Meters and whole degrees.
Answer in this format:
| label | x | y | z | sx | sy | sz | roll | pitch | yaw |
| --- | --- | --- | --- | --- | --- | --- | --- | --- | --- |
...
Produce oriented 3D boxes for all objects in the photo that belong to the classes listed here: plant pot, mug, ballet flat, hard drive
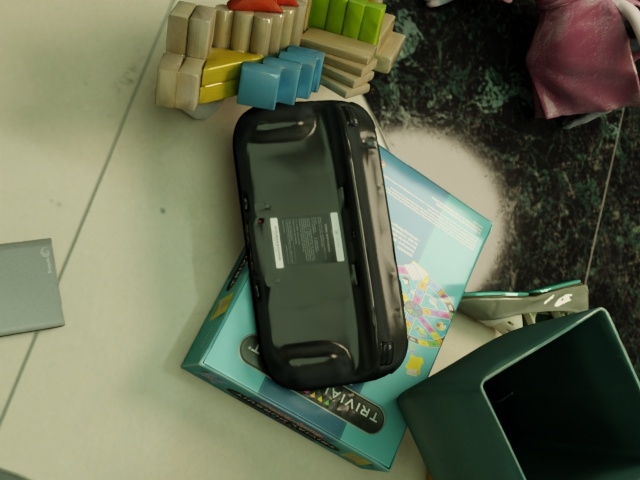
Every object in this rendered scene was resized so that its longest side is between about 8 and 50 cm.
| label | x | y | z | sx | sy | sz | roll | pitch | yaw |
| --- | --- | --- | --- | --- | --- | --- | --- | --- | --- |
| plant pot | 0.194 | 0.185 | 0.945 | 0.166 | 0.234 | 0.165 | -25 | 92 | -25 |
| mug | -0.139 | -0.177 | 1.042 | 0.078 | 0.062 | 0.064 | -44 | 111 | 8 |
| ballet flat | 0.263 | 0.092 | 1.178 | 0.213 | 0.072 | 0.068 | -4 | 87 | -26 |
| hard drive | -0.336 | 0.052 | 0.929 | 0.135 | 0.022 | 0.094 | -8 | 84 | -26 |

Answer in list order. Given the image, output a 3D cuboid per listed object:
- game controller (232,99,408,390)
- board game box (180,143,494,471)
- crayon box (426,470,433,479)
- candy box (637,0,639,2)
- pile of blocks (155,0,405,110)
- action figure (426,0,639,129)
| label | x | y | z | sx | sy | sz | roll | pitch | yaw |
| --- | --- | --- | --- | --- | --- | --- | --- | --- | --- |
| game controller | 0.000 | 0.000 | 0.997 | 0.167 | 0.067 | 0.319 | -7 | 83 | -11 |
| board game box | 0.029 | 0.059 | 1.068 | 0.254 | 0.079 | 0.336 | 33 | 69 | -16 |
| crayon box | 0.231 | 0.324 | 1.114 | 0.202 | 0.081 | 0.318 | 14 | 76 | -22 |
| candy box | 0.568 | -0.300 | 1.344 | 0.233 | 0.159 | 0.071 | 35 | 69 | -16 |
| pile of blocks | -0.023 | -0.231 | 1.002 | 0.149 | 0.112 | 0.362 | 33 | 41 | 28 |
| action figure | 0.321 | -0.328 | 1.184 | 0.248 | 0.276 | 0.370 | -39 | 112 | -20 |
